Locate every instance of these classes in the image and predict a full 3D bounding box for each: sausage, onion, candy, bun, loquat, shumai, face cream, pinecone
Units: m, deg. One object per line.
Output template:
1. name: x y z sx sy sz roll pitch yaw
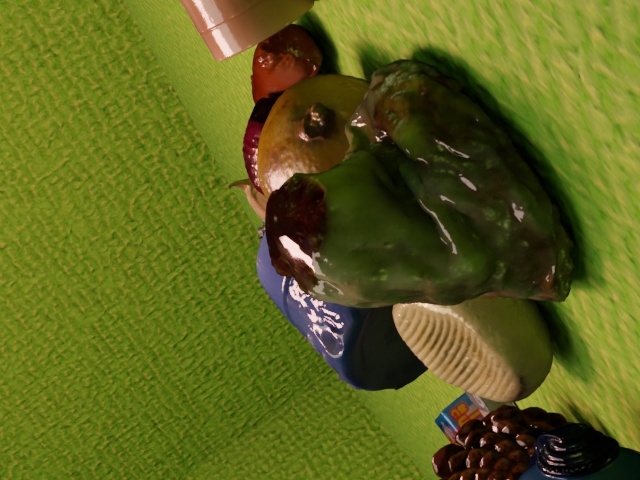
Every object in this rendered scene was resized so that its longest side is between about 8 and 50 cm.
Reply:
1. sausage: -0.053 -0.242 1.710 0.102 0.102 0.330 55 173 3
2. onion: -0.044 -0.126 1.714 0.195 0.139 0.218 10 -175 -40
3. candy: 0.330 0.405 2.059 0.306 0.100 0.157 53 171 12
4. bun: 0.201 0.102 1.468 0.222 0.127 0.222 29 156 14
5. loquat: 0.016 -0.110 1.451 0.213 0.213 0.246 53 178 22
6. shumai: 0.084 -0.007 1.244 0.304 0.263 0.309 62 171 -25
7. face cream: -0.095 -0.309 1.492 0.104 0.149 0.149 59 172 -16
8. face cream: 0.069 0.055 1.626 0.225 0.249 0.249 48 169 40
9. pinecone: 0.285 0.349 1.610 0.264 0.264 0.264 54 172 11

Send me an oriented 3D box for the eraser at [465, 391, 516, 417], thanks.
1. eraser: 0.244 0.206 1.943 0.212 0.046 0.092 56 172 -3

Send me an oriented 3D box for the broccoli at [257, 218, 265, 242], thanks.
1. broccoli: -0.013 -0.013 2.298 0.198 0.177 0.275 44 180 34

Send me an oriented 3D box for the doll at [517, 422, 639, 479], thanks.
1. doll: 0.339 0.347 1.303 0.310 0.240 0.284 19 129 68

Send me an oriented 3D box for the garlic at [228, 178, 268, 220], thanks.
1. garlic: -0.031 -0.049 2.072 0.245 0.145 0.164 31 -157 35
